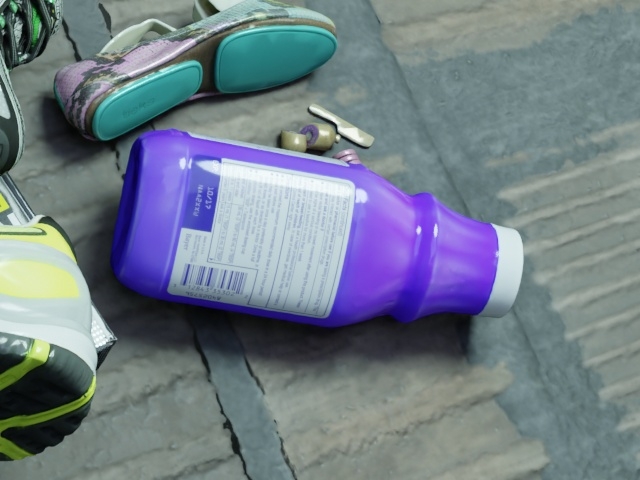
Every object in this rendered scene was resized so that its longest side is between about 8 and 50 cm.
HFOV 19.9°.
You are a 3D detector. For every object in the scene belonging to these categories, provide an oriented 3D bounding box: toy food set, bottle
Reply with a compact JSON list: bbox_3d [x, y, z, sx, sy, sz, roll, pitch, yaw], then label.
[{"bbox_3d":[-0.005,-0.046,1.344,0.078,0.019,0.122,29,62,-4],"label":"toy food set"},{"bbox_3d":[0.000,0.000,1.275,0.282,0.092,0.118,9,99,-14],"label":"bottle"}]

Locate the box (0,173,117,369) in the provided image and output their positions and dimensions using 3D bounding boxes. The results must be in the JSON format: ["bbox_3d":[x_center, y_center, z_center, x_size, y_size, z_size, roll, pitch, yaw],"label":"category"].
[{"bbox_3d":[-0.303,0.048,1.182,0.270,0.060,0.216,-29,78,-27],"label":"box"}]

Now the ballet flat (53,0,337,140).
[{"bbox_3d":[-0.095,-0.139,1.332,0.221,0.077,0.079,-23,57,-25],"label":"ballet flat"}]

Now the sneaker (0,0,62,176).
[{"bbox_3d":[-0.231,-0.154,1.192,0.146,0.134,0.343,3,36,-21],"label":"sneaker"}]

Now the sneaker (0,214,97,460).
[{"bbox_3d":[-0.326,0.031,1.090,0.384,0.145,0.147,13,43,-15],"label":"sneaker"}]
